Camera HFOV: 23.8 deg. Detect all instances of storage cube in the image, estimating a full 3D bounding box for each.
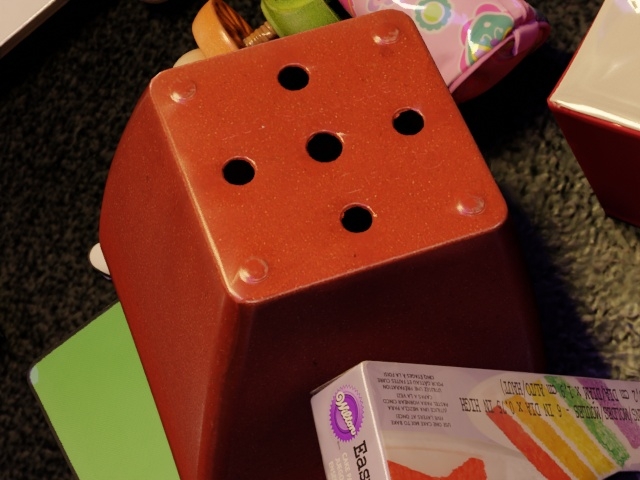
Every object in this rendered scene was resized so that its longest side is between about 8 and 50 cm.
[{"bbox_3d":[0.293,-0.101,1.023,0.215,0.193,0.184,23,79,29],"label":"storage cube"}]

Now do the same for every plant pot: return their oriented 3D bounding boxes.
[{"bbox_3d":[0.000,0.000,1.028,0.267,0.236,0.267,-17,60,-12],"label":"plant pot"}]

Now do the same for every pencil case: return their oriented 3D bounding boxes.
[{"bbox_3d":[0.052,-0.235,1.174,0.124,0.124,0.284,-36,81,5],"label":"pencil case"}]

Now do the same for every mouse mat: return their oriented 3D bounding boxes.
[{"bbox_3d":[-0.126,0.127,1.126,0.152,0.007,0.190,-36,64,7],"label":"mouse mat"}]

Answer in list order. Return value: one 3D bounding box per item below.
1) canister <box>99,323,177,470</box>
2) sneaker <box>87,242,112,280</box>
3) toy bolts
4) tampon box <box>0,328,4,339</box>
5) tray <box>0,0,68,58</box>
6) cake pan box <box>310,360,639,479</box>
[{"bbox_3d":[-0.076,0.122,1.152,0.126,0.073,0.170,-40,61,4],"label":"canister"},{"bbox_3d":[-0.147,0.015,1.243,0.109,0.044,0.040,8,74,27],"label":"sneaker"},{"bbox_3d":[-0.104,-0.229,1.251,0.158,0.218,0.228,-35,42,14],"label":"toy bolts"},{"bbox_3d":[-0.364,0.033,1.279,0.101,0.120,0.161,-36,60,4],"label":"tampon box"},{"bbox_3d":[-0.275,-0.230,1.392,0.270,0.030,0.145,-40,45,3],"label":"tray"},{"bbox_3d":[0.135,0.203,0.940,0.070,0.266,0.246,-38,53,45],"label":"cake pan box"}]
